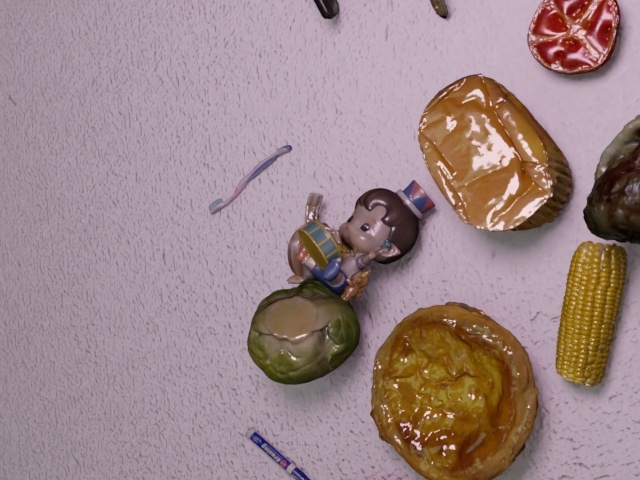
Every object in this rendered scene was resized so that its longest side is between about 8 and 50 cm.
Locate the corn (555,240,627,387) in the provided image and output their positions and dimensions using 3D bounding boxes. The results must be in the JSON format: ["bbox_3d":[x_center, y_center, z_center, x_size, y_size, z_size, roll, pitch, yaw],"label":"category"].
[{"bbox_3d":[0.455,0.121,1.245,0.093,0.093,0.244,11,97,31],"label":"corn"}]

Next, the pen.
[{"bbox_3d":[-0.088,0.485,1.629,0.204,0.025,0.025,34,108,27],"label":"pen"}]

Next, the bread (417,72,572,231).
[{"bbox_3d":[0.307,-0.141,1.302,0.204,0.156,0.288,-42,67,17],"label":"bread"}]

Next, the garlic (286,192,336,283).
[{"bbox_3d":[0.000,0.000,1.519,0.127,0.131,0.194,2,85,50],"label":"garlic"}]

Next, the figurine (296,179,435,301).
[{"bbox_3d":[0.091,-0.016,1.407,0.161,0.275,0.158,31,150,53],"label":"figurine"}]

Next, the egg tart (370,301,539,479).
[{"bbox_3d":[0.249,0.275,1.357,0.341,0.129,0.341,1,91,33],"label":"egg tart"}]

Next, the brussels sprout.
[{"bbox_3d":[-0.033,0.182,1.459,0.244,0.244,0.244,1,91,32],"label":"brussels sprout"}]

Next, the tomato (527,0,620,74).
[{"bbox_3d":[0.437,-0.356,1.262,0.156,0.069,0.155,1,93,29],"label":"tomato"}]

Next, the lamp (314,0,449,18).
[{"bbox_3d":[0.113,-0.498,1.445,0.283,0.124,0.203,-12,118,34],"label":"lamp"}]

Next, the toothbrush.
[{"bbox_3d":[-0.163,-0.138,1.667,0.269,0.021,0.027,-36,78,27],"label":"toothbrush"}]

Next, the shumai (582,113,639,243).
[{"bbox_3d":[0.570,-0.164,1.019,0.395,0.395,0.348,1,93,32],"label":"shumai"}]
